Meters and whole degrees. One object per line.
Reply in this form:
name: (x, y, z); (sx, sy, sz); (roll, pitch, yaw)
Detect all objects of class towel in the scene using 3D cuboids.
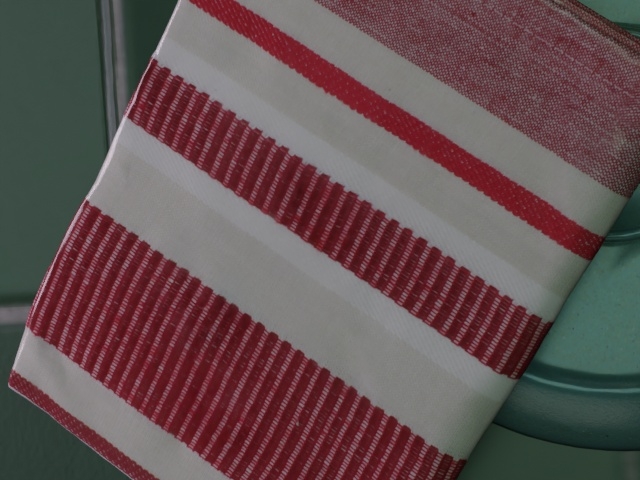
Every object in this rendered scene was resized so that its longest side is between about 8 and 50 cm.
towel: (0.000, 0.000, 0.809); (0.237, 0.037, 0.329); (35, 111, 15)

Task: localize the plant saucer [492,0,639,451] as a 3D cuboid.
plant saucer: (0.142, -0.052, 0.807); (0.317, 0.044, 0.318); (1, 93, 12)
